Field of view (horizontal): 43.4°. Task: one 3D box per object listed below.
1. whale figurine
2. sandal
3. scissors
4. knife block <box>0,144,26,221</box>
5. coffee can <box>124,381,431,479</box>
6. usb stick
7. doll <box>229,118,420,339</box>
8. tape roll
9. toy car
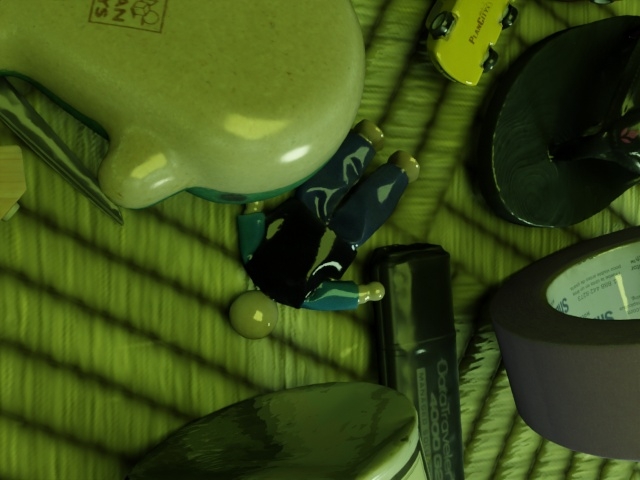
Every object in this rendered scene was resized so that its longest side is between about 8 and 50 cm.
[{"bbox_3d":[-0.110,-0.115,0.525,0.271,0.141,0.216,7,71,-11],"label":"whale figurine"},{"bbox_3d":[0.331,-0.143,0.743,0.445,0.107,0.168,-24,102,-23],"label":"sandal"},{"bbox_3d":[-0.241,-0.117,0.517,0.109,0.021,0.297,-33,107,-24],"label":"scissors"},{"bbox_3d":[-0.338,-0.011,0.432,0.242,0.088,0.276,43,75,-22],"label":"knife block"},{"bbox_3d":[0.000,0.263,0.548,0.201,0.201,0.276,-19,100,-24],"label":"coffee can"},{"bbox_3d":[0.083,0.140,0.670,0.077,0.045,0.278,-8,96,-33],"label":"usb stick"},{"bbox_3d":[0.000,0.000,0.618,0.129,0.046,0.189,41,76,-2],"label":"doll"},{"bbox_3d":[0.278,0.062,0.633,0.274,0.274,0.090,-24,102,-23],"label":"tape roll"},{"bbox_3d":[0.144,-0.269,0.677,0.239,0.053,0.225,-32,105,-22],"label":"toy car"}]
